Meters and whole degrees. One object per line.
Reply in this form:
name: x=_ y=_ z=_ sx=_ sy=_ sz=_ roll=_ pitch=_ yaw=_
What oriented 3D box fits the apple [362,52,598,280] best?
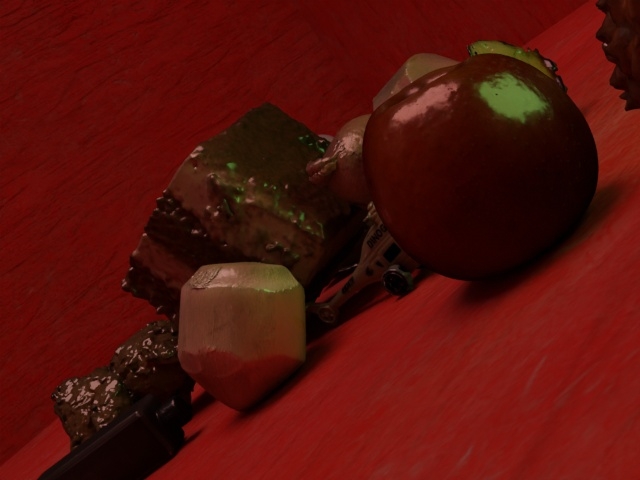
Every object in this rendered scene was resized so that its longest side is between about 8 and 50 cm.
apple: x=0.152 y=-0.070 z=0.976 sx=0.218 sy=0.201 sz=0.218 roll=-30 pitch=9 yaw=5

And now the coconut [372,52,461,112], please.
coconut: x=0.230 y=-0.254 z=2.002 sx=0.245 sy=0.233 sz=0.233 roll=-43 pitch=0 yaw=45

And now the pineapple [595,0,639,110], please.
pineapple: x=0.329 y=-0.173 z=0.774 sx=0.223 sy=0.223 sz=0.357 roll=-36 pitch=-6 yaw=19

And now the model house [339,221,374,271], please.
model house: x=0.000 y=0.000 z=1.740 sx=0.248 sy=0.176 sz=0.181 roll=-54 pitch=-3 yaw=30

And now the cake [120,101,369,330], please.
cake: x=-0.098 y=-0.009 z=1.453 sx=0.282 sy=0.255 sz=0.290 roll=-45 pitch=-15 yaw=-56

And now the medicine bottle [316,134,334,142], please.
medicine bottle: x=-0.080 y=-0.023 z=1.993 sx=0.388 sy=0.219 sz=0.219 roll=-39 pitch=5 yaw=-22

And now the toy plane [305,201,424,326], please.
toy plane: x=0.066 y=0.030 z=1.256 sx=0.286 sy=0.108 sz=0.092 roll=-50 pitch=-2 yaw=39

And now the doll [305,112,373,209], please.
doll: x=0.139 y=-0.094 z=1.254 sx=0.201 sy=0.156 sz=0.303 roll=-20 pitch=10 yaw=-42

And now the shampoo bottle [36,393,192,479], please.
shampoo bottle: x=-0.276 y=0.293 z=1.349 sx=0.246 sy=0.080 sz=0.079 roll=-37 pitch=7 yaw=10

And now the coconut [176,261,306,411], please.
coconut: x=-0.094 y=0.118 z=1.244 sx=0.170 sy=0.183 sz=0.171 roll=0 pitch=-1 yaw=0

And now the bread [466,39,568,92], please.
bread: x=0.284 y=-0.219 z=1.455 sx=0.140 sy=0.160 sz=0.169 roll=5 pitch=-5 yaw=-14

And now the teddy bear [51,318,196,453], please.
teddy bear: x=-0.279 y=0.229 z=1.532 sx=0.256 sy=0.156 sz=0.267 roll=-36 pitch=4 yaw=-1
